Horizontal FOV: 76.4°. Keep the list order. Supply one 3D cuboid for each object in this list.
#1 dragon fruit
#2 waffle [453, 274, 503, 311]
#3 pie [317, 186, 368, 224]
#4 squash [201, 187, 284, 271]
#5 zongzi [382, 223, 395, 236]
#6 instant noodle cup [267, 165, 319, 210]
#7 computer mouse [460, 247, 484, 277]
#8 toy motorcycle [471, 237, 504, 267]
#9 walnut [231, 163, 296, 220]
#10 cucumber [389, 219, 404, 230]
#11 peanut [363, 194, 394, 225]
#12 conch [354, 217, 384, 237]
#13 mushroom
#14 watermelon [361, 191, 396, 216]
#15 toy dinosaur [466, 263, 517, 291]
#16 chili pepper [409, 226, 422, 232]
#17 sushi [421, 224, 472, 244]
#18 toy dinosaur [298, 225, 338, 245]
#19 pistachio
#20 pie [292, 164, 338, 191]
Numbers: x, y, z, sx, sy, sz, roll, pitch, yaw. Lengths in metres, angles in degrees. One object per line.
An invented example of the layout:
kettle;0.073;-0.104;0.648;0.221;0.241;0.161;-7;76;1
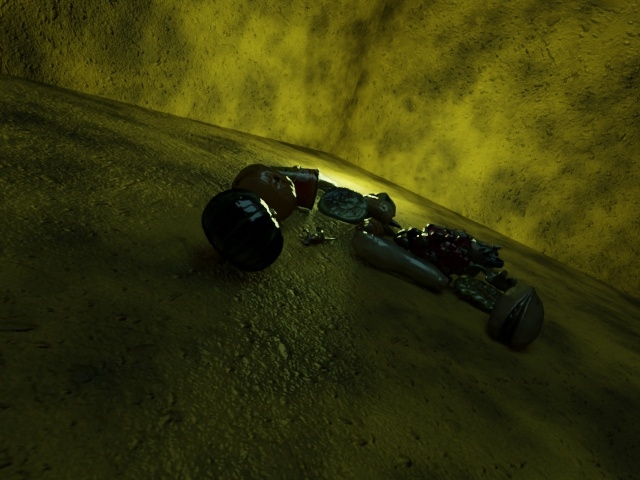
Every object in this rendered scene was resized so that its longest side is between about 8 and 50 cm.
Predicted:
dragon fruit;0.406;0.027;1.466;0.272;0.198;0.218;38;42;7
waffle;0.562;0.183;1.408;0.204;0.054;0.223;25;18;17
pie;0.101;-0.156;1.819;0.240;0.054;0.241;4;45;-4
squash;-0.184;-0.024;0.969;0.172;0.218;0.218;-20;28;-7
zongzi;0.291;-0.035;1.800;0.076;0.040;0.083;-14;55;-50
instant noodle cup;-0.125;-0.234;1.704;0.212;0.193;0.193;9;19;-10
computer mouse;0.541;0.059;1.655;0.245;0.126;0.056;35;1;35
toy motorcycle;0.750;0.054;1.935;0.173;0.108;0.307;11;19;0
walnut;-0.185;-0.157;1.372;0.221;0.195;0.195;13;19;-29
cucumber;0.339;-0.090;2.008;0.163;0.043;0.039;31;58;34
peanut;0.245;-0.142;1.909;0.224;0.129;0.129;29;19;31
conch;0.199;-0.021;1.569;0.093;0.109;0.330;68;11;15
mushroom;0.263;0.067;1.355;0.351;0.097;0.109;25;18;5
watermelon;0.270;-0.185;2.082;0.241;0.094;0.154;14;-10;39
toy dinosaur;0.650;0.157;1.499;0.247;0.075;0.188;27;-6;15
chili pepper;0.497;-0.051;2.092;0.083;0.017;0.030;21;16;4
sushi;0.559;-0.006;1.848;0.241;0.108;0.161;-11;35;-29
toy dinosaur;0.000;0.000;1.366;0.162;0.039;0.126;20;27;-19
pistachio;0.570;0.218;1.182;0.137;0.153;0.238;20;42;30
pie;-0.037;-0.350;2.307;0.302;0.067;0.302;20;16;-6
